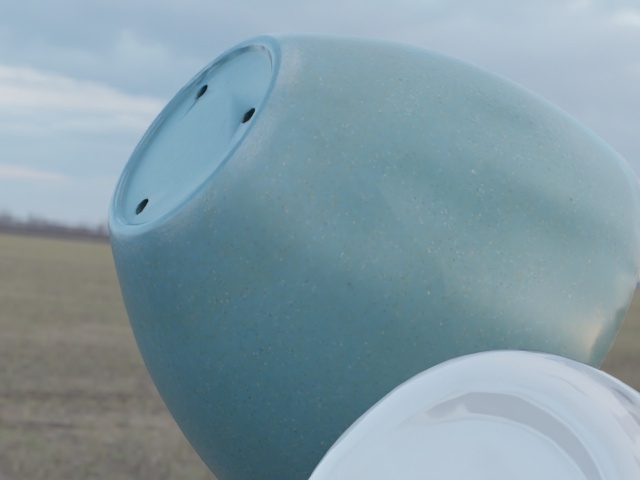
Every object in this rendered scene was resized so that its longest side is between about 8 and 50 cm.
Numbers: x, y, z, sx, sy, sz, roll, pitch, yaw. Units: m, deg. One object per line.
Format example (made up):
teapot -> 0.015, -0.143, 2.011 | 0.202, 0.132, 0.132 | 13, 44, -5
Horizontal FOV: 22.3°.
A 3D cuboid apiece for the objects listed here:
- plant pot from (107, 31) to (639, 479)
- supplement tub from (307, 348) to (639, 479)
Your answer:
plant pot -> 0.000, 0.000, 0.885 | 0.195, 0.290, 0.290 | 39, -16, -25
supplement tub -> 0.142, 0.183, 0.698 | 0.193, 0.193, 0.316 | 5, -19, 42
